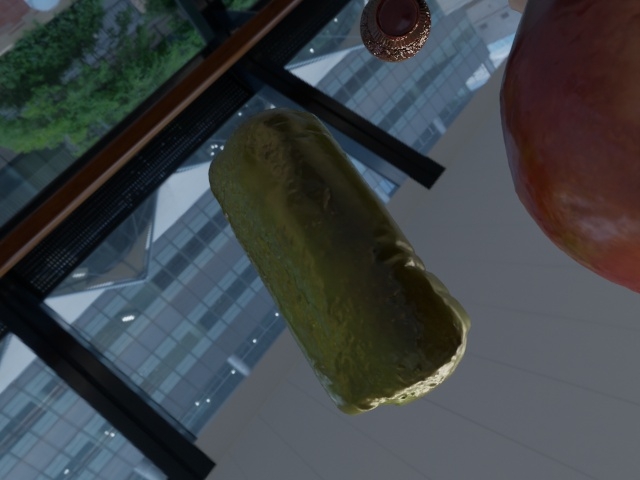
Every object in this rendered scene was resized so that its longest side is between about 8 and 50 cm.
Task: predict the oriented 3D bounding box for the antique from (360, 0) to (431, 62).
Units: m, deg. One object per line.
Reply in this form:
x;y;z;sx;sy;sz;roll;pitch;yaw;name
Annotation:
0.105;-0.302;0.661;0.104;0.104;0.104;-36;-159;16;antique

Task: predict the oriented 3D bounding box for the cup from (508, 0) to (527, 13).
0.487;-0.467;0.807;0.253;0.200;0.191;-40;154;-20;cup

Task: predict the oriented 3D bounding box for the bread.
0.000;0.000;0.519;0.166;0.112;0.383;-34;-115;2;bread

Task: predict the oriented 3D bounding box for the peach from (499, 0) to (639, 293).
0.287;-0.107;0.357;0.281;0.281;0.338;-26;-130;38;peach
